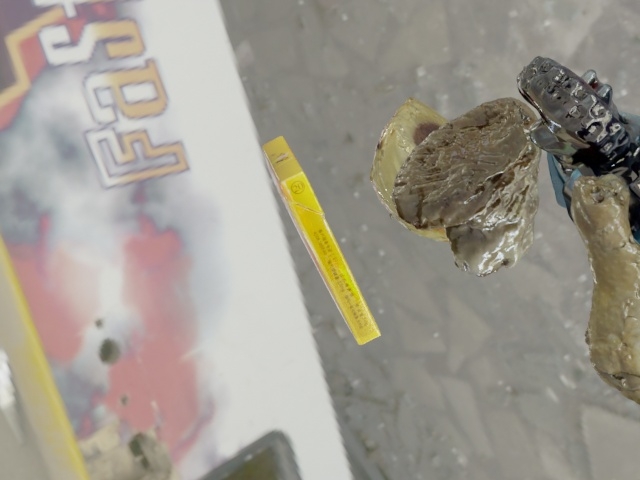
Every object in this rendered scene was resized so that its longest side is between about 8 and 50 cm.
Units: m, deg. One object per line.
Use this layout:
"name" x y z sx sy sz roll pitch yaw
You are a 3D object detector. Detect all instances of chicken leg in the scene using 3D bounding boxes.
"chicken leg" 0.233 0.042 0.872 0.085 0.069 0.197 -16 103 32

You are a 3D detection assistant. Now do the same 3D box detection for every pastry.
"pastry" 0.178 -0.104 1.972 0.170 0.256 0.236 -46 49 30

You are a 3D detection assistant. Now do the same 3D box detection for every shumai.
"shumai" 0.224 -0.069 1.499 0.218 0.185 0.184 -45 35 16

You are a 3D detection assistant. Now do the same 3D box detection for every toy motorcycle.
"toy motorcycle" 0.358 -0.027 1.149 0.416 0.172 0.232 44 -176 14

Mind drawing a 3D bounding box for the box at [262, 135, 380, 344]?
"box" 0.000 0.000 1.570 0.269 0.043 0.152 63 178 -25
